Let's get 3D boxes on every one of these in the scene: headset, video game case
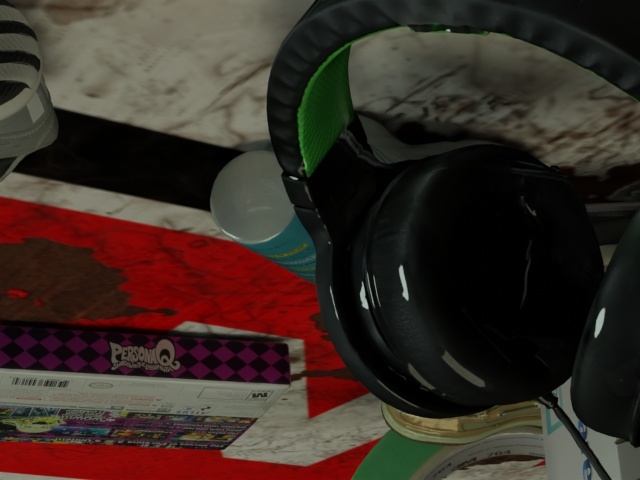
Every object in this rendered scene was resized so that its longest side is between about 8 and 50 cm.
[{"bbox_3d":[0.131,0.011,0.676,0.243,0.185,0.394,10,139,36],"label":"headset"},{"bbox_3d":[-0.162,0.122,1.142,0.232,0.042,0.210,5,157,-16],"label":"video game case"}]

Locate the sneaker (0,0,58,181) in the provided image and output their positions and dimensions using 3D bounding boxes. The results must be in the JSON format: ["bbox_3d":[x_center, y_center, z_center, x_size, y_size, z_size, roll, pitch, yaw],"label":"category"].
[{"bbox_3d":[-0.231,-0.045,0.666,0.229,0.086,0.132,-4,161,3],"label":"sneaker"}]

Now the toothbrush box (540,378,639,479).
[{"bbox_3d":[0.317,0.151,1.028,0.295,0.216,0.126,3,157,-15],"label":"toothbrush box"}]

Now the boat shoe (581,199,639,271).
[{"bbox_3d":[0.267,0.014,0.879,0.335,0.095,0.112,1,123,-17],"label":"boat shoe"}]

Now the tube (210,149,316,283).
[{"bbox_3d":[0.000,0.000,0.857,0.080,0.052,0.207,0,167,21],"label":"tube"}]

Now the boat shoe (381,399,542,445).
[{"bbox_3d":[0.143,0.114,1.140,0.190,0.068,0.072,-6,148,-18],"label":"boat shoe"}]

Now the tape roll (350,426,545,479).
[{"bbox_3d":[0.168,0.277,1.184,0.321,0.321,0.077,-3,157,2],"label":"tape roll"}]

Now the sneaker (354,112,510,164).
[{"bbox_3d":[0.054,-0.024,0.775,0.152,0.061,0.054,7,155,-25],"label":"sneaker"}]
